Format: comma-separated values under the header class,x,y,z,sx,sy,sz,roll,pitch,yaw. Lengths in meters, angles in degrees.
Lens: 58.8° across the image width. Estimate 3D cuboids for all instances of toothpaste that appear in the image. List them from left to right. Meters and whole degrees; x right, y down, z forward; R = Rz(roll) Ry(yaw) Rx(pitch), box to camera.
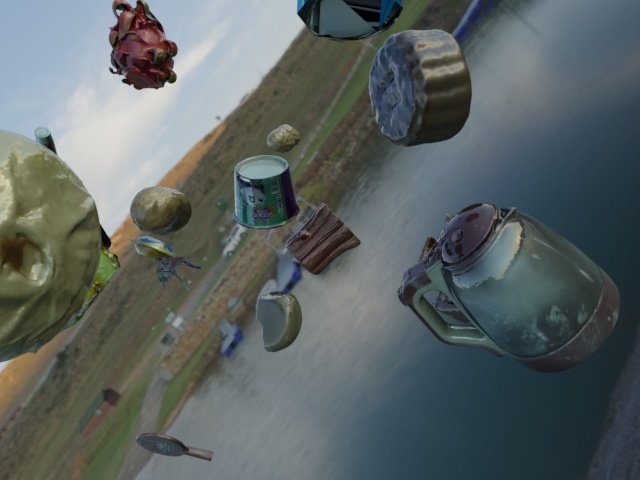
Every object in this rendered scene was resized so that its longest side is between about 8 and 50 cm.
class,x,y,z,sx,sy,sz,roll,pitch,yaw
toothpaste,-0.646,-0.195,1.355,0.056,0.036,0.205,-53,-5,-31

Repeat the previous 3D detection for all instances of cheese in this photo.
class,x,y,z,sx,sy,sz,roll,pitch,yaw
cheese,-0.553,0.051,2.022,0.177,0.270,0.069,148,145,-77
cheese,-0.143,0.274,1.900,0.175,0.091,0.202,3,89,37

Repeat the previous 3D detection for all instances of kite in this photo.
class,x,y,z,sx,sy,sz,roll,pitch,yaw
kite,-0.452,0.100,1.759,0.137,0.152,0.005,-50,6,20

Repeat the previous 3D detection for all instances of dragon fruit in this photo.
class,x,y,z,sx,sy,sz,roll,pitch,yaw
dragon fruit,-0.634,-0.687,2.005,0.227,0.307,0.243,-12,48,21

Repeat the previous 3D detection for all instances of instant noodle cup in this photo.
class,x,y,z,sx,sy,sz,roll,pitch,yaw
instant noodle cup,-0.203,-0.184,2.053,0.251,0.251,0.190,-63,-24,-53
instant noodle cup,0.058,-0.508,1.087,0.240,0.240,0.178,147,120,-70

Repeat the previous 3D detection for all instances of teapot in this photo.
class,x,y,z,sx,sy,sz,roll,pitch,yaw
teapot,0.322,0.086,1.057,0.315,0.312,0.233,-43,18,28

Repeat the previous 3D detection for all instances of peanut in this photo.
class,x,y,z,sx,sy,sz,roll,pitch,yaw
peanut,-0.410,-0.075,1.451,0.129,0.129,0.224,-53,-7,4
peanut,-0.113,-0.325,1.811,0.082,0.082,0.187,-51,4,22

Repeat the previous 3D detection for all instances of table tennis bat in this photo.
class,x,y,z,sx,sy,sz,roll,pitch,yaw
table tennis bat,-0.310,0.414,1.269,0.107,0.170,0.119,110,174,-49

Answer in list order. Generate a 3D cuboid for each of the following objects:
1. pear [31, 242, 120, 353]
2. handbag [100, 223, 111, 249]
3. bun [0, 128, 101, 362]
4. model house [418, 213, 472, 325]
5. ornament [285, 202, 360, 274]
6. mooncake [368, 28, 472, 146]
class,x,y,z,sx,sy,sz,roll,pitch,yaw
pear,-0.673,0.131,1.377,0.282,0.176,0.286,-35,19,21
handbag,-0.798,-0.055,1.653,0.118,0.326,0.269,-71,-21,-45
bun,-0.483,0.014,0.850,0.202,0.364,0.364,6,49,35
model house,0.334,0.093,1.310,0.219,0.199,0.229,-97,30,-53
ornament,0.000,0.000,2.118,0.217,0.235,0.221,-44,-36,2
mooncake,0.239,-0.383,1.430,0.161,0.290,0.290,-13,-6,-18
